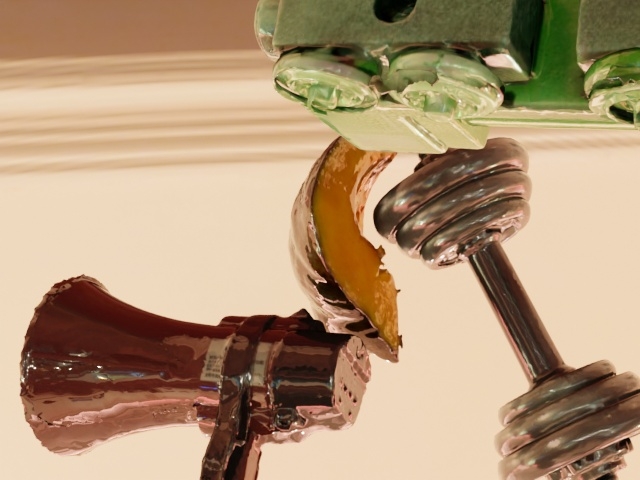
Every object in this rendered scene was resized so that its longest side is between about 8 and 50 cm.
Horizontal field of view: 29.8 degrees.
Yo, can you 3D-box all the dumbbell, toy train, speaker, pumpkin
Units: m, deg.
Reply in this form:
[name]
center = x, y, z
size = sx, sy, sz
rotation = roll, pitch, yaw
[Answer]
[dumbbell]
center = 0.192, 0.071, 1.191
size = 0.179, 0.179, 0.406
rotation = -19, -106, -22
[toy train]
center = 0.097, -0.071, 0.446
size = 0.251, 0.119, 0.085
rotation = 5, -103, 29
[speaker]
center = -0.140, 0.164, 1.194
size = 0.329, 0.198, 0.259
rotation = 5, -143, 28
[pumpkin]
center = 0.000, 0.000, 1.258
size = 0.130, 0.254, 0.149
rotation = -9, 165, 44
